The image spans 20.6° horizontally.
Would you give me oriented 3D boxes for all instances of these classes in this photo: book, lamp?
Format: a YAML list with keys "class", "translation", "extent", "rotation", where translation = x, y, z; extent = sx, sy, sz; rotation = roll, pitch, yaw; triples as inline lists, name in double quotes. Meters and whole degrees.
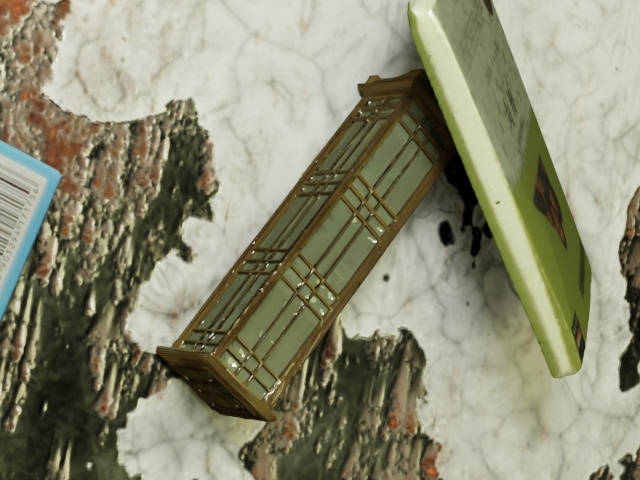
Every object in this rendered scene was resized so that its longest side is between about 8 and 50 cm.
- class: "book"
  translation: [0.168, -0.083, 1.555]
  extent: [0.352, 0.035, 0.239]
  rotation: [66, 20, -18]
- class: "lamp"
  translation: [0.000, 0.000, 1.484]
  extent: [0.090, 0.089, 0.325]
  rotation: [48, 64, -24]

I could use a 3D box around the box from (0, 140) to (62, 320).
- class: "box"
  translation: [-0.304, 0.023, 1.276]
  extent: [0.142, 0.083, 0.232]
  rotation: [29, 76, -32]
